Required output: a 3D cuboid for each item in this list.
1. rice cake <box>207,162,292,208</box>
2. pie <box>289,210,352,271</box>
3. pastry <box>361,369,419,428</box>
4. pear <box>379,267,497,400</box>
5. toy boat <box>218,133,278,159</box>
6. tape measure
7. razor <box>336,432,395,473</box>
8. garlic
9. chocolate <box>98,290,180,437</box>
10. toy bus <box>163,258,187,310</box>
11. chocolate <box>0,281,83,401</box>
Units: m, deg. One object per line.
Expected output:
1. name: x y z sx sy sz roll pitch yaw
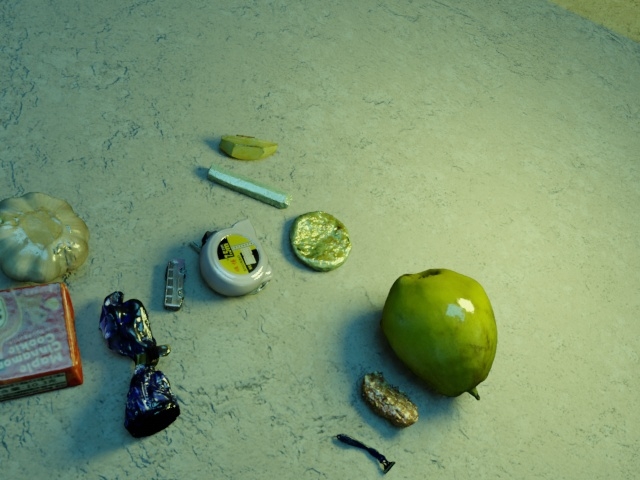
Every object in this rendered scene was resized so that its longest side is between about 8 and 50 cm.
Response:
1. rice cake: -0.197 -0.150 1.767 0.245 0.042 0.045 21 60 -9
2. pie: 0.000 0.000 1.759 0.186 0.041 0.187 9 60 -15
3. pastry: 0.166 0.406 1.591 0.169 0.063 0.087 41 48 11
4. pear: 0.321 0.242 1.620 0.287 0.287 0.376 -27 91 -30
5. toy boat: -0.205 -0.271 1.821 0.172 0.065 0.066 5 42 -21
6. tape measure: -0.226 0.052 1.615 0.178 0.105 0.196 -11 68 -33
7. razor: 0.107 0.507 1.532 0.154 0.044 0.028 31 27 1
8. garlic: -0.651 -0.004 1.453 0.227 0.152 0.228 21 49 -26
9. chocolate: -0.408 0.262 1.433 0.148 0.126 0.344 -29 63 8
10. toy bus: -0.361 0.109 1.569 0.052 0.037 0.131 5 62 -12
11. chocolate: -0.649 0.214 1.363 0.237 0.108 0.235 -6 67 -25
